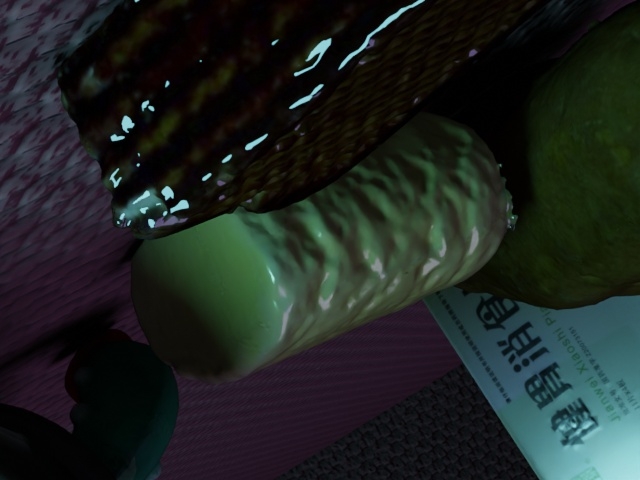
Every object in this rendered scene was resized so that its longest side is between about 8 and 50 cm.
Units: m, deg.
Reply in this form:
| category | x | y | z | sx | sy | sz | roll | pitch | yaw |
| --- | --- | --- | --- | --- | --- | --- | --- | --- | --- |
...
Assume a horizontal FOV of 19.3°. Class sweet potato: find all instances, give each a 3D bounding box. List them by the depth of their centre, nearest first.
| category | x | y | z | sx | sy | sz | roll | pitch | yaw |
| --- | --- | --- | --- | --- | --- | --- | --- | --- | --- |
| sweet potato | 0.164 | -0.043 | 0.988 | 0.158 | 0.157 | 0.370 | -30 | -178 | -21 |

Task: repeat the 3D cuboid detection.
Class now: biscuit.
| category | x | y | z | sx | sy | sz | roll | pitch | yaw |
| --- | --- | --- | --- | --- | --- | --- | --- | --- | --- |
| biscuit | 0.072 | -0.130 | 0.532 | 0.388 | 0.073 | 0.107 | -40 | 168 | 34 |

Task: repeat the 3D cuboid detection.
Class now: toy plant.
| category | x | y | z | sx | sy | sz | roll | pitch | yaw |
| --- | --- | --- | --- | --- | --- | --- | --- | --- | --- |
| toy plant | -0.170 | 0.159 | 0.914 | 0.279 | 0.185 | 0.400 | -62 | -178 | -7 |

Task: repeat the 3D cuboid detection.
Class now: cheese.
| category | x | y | z | sx | sy | sz | roll | pitch | yaw |
| --- | --- | --- | --- | --- | --- | --- | --- | --- | --- |
| cheese | 0.000 | 0.000 | 0.922 | 0.167 | 0.094 | 0.123 | -22 | 176 | -37 |

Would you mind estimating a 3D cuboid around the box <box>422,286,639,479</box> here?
| category | x | y | z | sx | sy | sz | roll | pitch | yaw |
| --- | --- | --- | --- | --- | --- | --- | --- | --- | --- |
| box | 0.184 | 0.050 | 1.292 | 0.175 | 0.260 | 0.062 | -37 | 168 | 18 |
